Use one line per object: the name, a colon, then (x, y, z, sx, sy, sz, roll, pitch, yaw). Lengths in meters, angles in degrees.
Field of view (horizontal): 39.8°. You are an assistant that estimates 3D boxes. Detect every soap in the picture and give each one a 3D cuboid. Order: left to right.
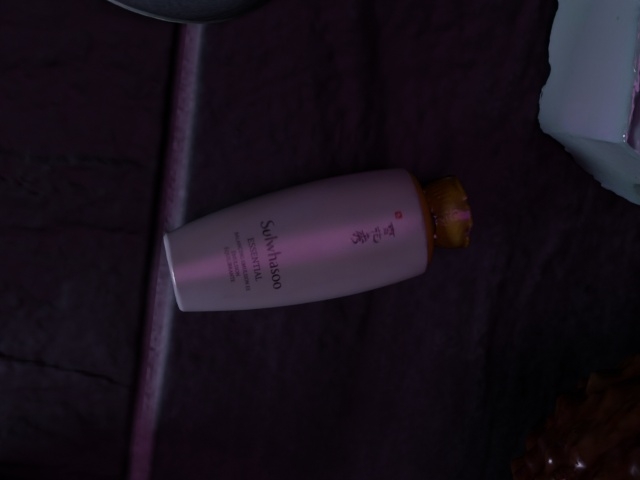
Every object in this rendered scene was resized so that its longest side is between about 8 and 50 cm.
soap: (0.257, -0.086, 0.550, 0.230, 0.091, 0.145, 5, 97, -13)

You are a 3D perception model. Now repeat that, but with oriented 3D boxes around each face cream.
face cream: (0.000, 0.000, 0.531, 0.182, 0.051, 0.072, -12, 97, -10)

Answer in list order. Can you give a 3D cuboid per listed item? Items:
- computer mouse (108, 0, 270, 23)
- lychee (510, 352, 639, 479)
computer mouse: (0.013, -0.261, 0.478, 0.379, 0.090, 0.167, -38, 105, -5)
lychee: (0.241, 0.191, 0.497, 0.304, 0.276, 0.275, -20, 102, -23)
